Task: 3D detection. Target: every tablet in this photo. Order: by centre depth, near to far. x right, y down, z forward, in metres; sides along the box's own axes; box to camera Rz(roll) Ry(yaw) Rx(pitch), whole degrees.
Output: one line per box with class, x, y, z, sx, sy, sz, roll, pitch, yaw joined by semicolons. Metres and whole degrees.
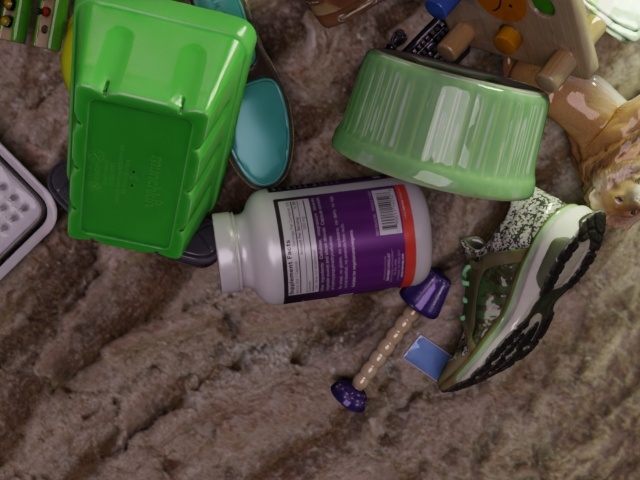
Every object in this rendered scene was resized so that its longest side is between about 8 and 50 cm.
tablet;0.191;0.206;1.480;0.083;0.006;0.054;35;102;-7

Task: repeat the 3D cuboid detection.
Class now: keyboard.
keyboard;0.140;-0.277;1.353;0.108;0.023;0.180;44;101;-8

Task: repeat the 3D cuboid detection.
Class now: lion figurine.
lion figurine;0.403;-0.216;1.318;0.392;0.142;0.240;42;110;6

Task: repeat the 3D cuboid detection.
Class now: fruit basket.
fruit basket;-0.258;-0.213;1.245;0.283;0.392;0.392;12;104;-9

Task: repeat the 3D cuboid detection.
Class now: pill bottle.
pill bottle;0.000;0.000;1.320;0.323;0.181;0.181;-7;104;-7

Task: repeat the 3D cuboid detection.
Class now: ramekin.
ramekin;0.179;-0.175;1.229;0.303;0.303;0.148;13;107;-1

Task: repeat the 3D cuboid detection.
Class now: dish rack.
dish rack;-0.621;-0.045;1.412;0.333;0.072;0.285;-42;98;11

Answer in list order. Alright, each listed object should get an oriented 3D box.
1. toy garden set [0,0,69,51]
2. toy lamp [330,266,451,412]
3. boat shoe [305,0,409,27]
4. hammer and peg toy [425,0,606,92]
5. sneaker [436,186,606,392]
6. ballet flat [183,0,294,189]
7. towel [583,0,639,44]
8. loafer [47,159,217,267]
toy garden set;-0.486;-0.410;1.282;0.244;0.049;0.204;15;98;21
toy lamp;0.122;0.164;1.438;0.080;0.080;0.275;35;105;-7
boat shoe;0.120;-0.421;1.278;0.324;0.122;0.120;-23;125;1
hammer and peg toy;0.221;-0.375;1.123;0.127;0.266;0.361;-49;137;-12
sneaker;0.292;0.075;1.399;0.182;0.158;0.410;47;120;33
ballet flat;-0.125;-0.253;1.322;0.123;0.123;0.348;-15;106;6
towel;0.379;-0.461;1.229;0.325;0.038;0.248;38;69;-5
loafer;-0.305;-0.029;1.395;0.302;0.095;0.109;25;65;-2
